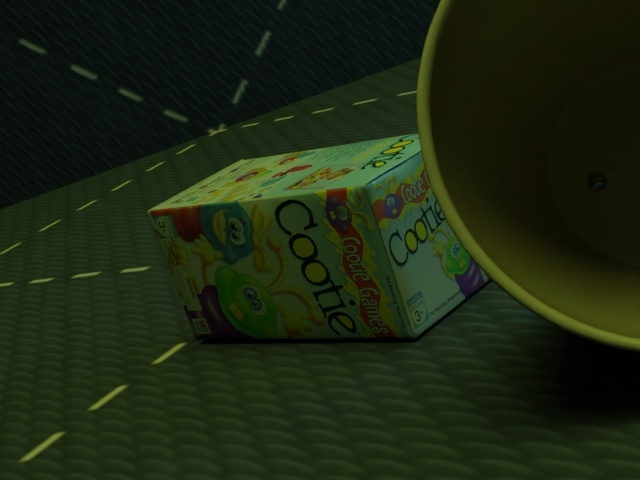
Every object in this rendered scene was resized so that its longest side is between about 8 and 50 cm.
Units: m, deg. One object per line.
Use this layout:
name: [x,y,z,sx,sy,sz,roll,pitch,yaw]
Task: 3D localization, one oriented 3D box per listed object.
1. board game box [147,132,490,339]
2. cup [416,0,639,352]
board game box: [0.000,0.000,1.232,0.275,0.142,0.144,-5,20,44]
cup: [0.248,-0.076,0.965,0.331,0.331,0.237,-17,-11,8]
